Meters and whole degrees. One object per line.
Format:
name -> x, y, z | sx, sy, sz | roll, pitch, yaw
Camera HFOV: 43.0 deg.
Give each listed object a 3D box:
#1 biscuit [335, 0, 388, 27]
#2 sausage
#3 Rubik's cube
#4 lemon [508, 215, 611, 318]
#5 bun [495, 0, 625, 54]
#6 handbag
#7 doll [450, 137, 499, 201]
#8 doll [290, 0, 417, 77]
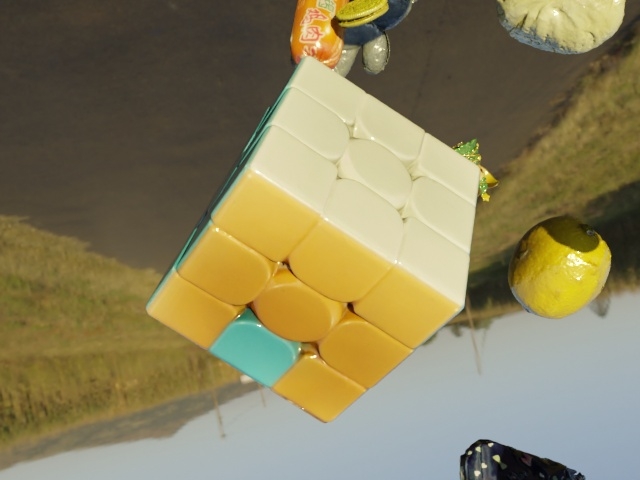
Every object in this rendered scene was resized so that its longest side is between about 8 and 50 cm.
biscuit -> 0.064, -0.355, 1.256 | 0.084, 0.023, 0.084 | -16, -151, 9
sausage -> 0.002, -0.383, 1.368 | 0.093, 0.312, 0.093 | 5, 141, 4
Rubik's cube -> 0.000, 0.000, 1.044 | 0.291, 0.291, 0.290 | -49, -166, 39
lemon -> 0.634, 0.074, 2.171 | 0.261, 0.283, 0.260 | 6, -161, -2
bun -> 0.466, -0.466, 1.556 | 0.244, 0.243, 0.153 | -16, -179, 20
handbag -> 0.351, 0.453, 1.401 | 0.260, 0.162, 0.113 | 20, 127, -16
doll -> 0.257, -0.118, 1.434 | 0.078, 0.113, 0.077 | -30, -166, -27
doll -> 0.076, -0.506, 1.891 | 0.340, 0.246, 0.158 | -54, 169, 25
